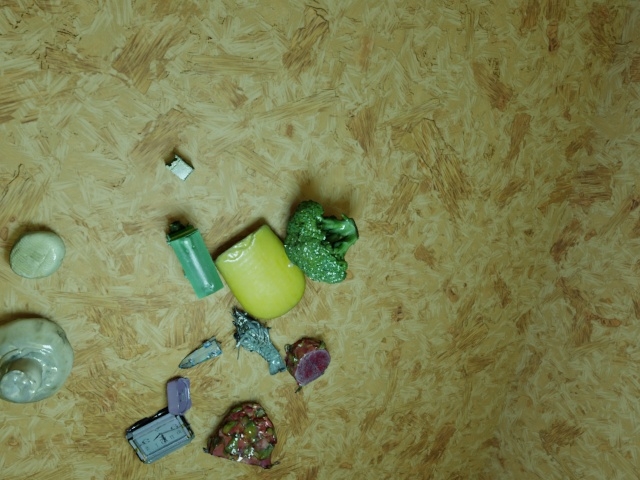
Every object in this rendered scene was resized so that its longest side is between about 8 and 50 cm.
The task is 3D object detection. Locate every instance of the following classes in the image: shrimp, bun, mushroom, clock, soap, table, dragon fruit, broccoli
[{"bbox_3d":[-0.286,0.451,1.933,0.222,0.165,0.410,-26,133,8],"label":"shrimp"},{"bbox_3d":[-0.974,0.046,1.503,0.164,0.111,0.188,33,96,-13],"label":"bun"},{"bbox_3d":[-1.020,0.439,1.492,0.315,0.336,0.313,-4,101,-23],"label":"mushroom"},{"bbox_3d":[-0.611,0.673,1.885,0.050,0.110,0.152,-9,81,12],"label":"clock"},{"bbox_3d":[-0.238,0.151,1.860,0.306,0.115,0.427,-37,119,-14],"label":"soap"},{"bbox_3d":[-0.518,-0.273,1.601,0.083,0.079,0.062,40,91,-28],"label":"table"},{"bbox_3d":[-0.703,0.855,1.926,0.254,0.083,0.186,-23,117,-15],"label":"clock"},{"bbox_3d":[-0.337,0.886,2.022,0.315,0.296,0.262,27,61,-26],"label":"dragon fruit"},{"bbox_3d":[-0.079,0.575,2.082,0.211,0.147,0.282,21,102,-38],"label":"dragon fruit"},{"bbox_3d":[0.002,0.007,1.780,0.320,0.310,0.413,-70,153,-23],"label":"broccoli"}]

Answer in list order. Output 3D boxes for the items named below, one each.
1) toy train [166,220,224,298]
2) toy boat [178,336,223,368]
[{"bbox_3d":[-0.488,0.071,1.671,0.120,0.202,0.300,-27,117,-18],"label":"toy train"},{"bbox_3d":[-0.525,0.500,1.892,0.210,0.066,0.084,-30,85,-2],"label":"toy boat"}]
